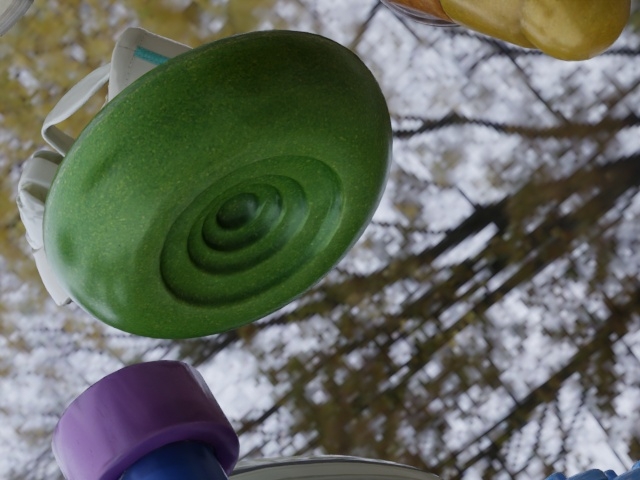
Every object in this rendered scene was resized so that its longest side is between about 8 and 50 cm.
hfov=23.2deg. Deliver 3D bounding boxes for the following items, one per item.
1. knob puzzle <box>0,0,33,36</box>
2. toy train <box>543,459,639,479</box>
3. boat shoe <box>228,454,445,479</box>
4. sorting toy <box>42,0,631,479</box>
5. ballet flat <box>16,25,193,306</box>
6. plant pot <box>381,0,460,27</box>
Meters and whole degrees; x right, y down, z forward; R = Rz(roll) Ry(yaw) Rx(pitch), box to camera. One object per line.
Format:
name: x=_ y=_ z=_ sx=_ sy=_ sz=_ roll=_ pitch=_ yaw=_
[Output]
knob puzzle: x=-0.156 y=-0.150 z=0.654 sx=0.030 sy=0.213 sz=0.213 roll=3 pitch=-128 yaw=-44
toy train: x=0.127 y=0.155 z=0.711 sx=0.184 sy=0.105 sz=0.080 roll=4 pitch=-133 yaw=-55
boat shoe: x=-0.131 y=0.234 z=0.959 sx=0.500 sy=0.156 sz=0.186 roll=-12 pitch=-79 yaw=-20
sorting toy: x=0.000 y=0.000 z=0.480 sx=0.127 sy=0.365 sz=0.126 roll=-8 pitch=-133 yaw=-34
ballet flat: x=-0.143 y=-0.045 z=0.972 sx=0.086 sy=0.248 sz=0.086 roll=18 pitch=-131 yaw=-22
plant pot: x=0.047 y=-0.224 z=0.907 sx=0.165 sy=0.167 sz=0.167 roll=12 pitch=-135 yaw=-57
